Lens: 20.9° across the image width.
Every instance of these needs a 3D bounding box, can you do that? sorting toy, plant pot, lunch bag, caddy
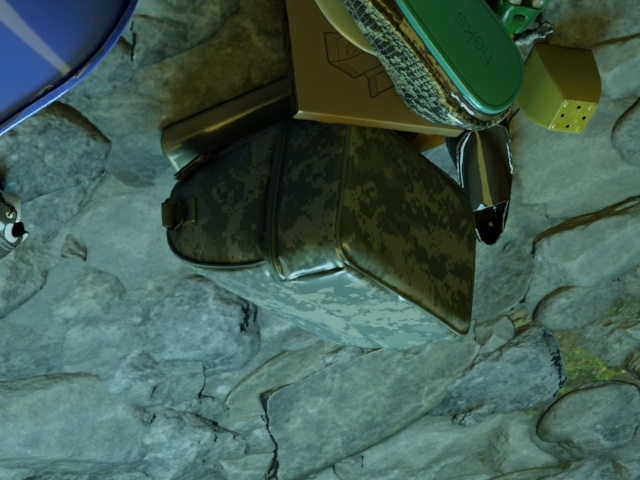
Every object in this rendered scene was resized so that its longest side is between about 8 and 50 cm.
[{"bbox_3d":[-0.011,-0.102,2.053,0.307,0.041,0.229,-22,139,4],"label":"sorting toy"},{"bbox_3d":[0.286,-0.172,2.059,0.081,0.083,0.081,4,134,-26],"label":"plant pot"},{"bbox_3d":[0.000,0.000,1.987,0.256,0.212,0.305,-15,150,32],"label":"lunch bag"},{"bbox_3d":[-0.329,-0.205,1.672,0.341,0.241,0.179,-31,131,14],"label":"caddy"}]

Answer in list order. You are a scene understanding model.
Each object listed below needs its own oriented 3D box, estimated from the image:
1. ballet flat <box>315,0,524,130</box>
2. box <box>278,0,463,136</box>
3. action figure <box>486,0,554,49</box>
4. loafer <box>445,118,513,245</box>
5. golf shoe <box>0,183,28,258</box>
[{"bbox_3d":[0.032,-0.303,1.735,0.164,0.182,0.483,-50,123,-29],"label":"ballet flat"},{"bbox_3d":[0.054,-0.197,1.887,0.201,0.164,0.021,5,153,-25],"label":"box"},{"bbox_3d":[0.216,-0.256,1.963,0.137,0.063,0.232,5,137,-30],"label":"action figure"},{"bbox_3d":[0.207,-0.077,2.136,0.080,0.078,0.220,-17,139,-2],"label":"loafer"},{"bbox_3d":[-0.390,-0.047,1.953,0.094,0.077,0.198,-26,147,-9],"label":"golf shoe"}]
